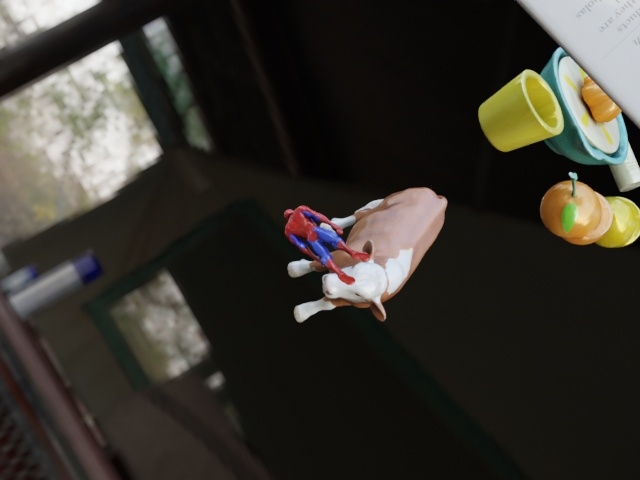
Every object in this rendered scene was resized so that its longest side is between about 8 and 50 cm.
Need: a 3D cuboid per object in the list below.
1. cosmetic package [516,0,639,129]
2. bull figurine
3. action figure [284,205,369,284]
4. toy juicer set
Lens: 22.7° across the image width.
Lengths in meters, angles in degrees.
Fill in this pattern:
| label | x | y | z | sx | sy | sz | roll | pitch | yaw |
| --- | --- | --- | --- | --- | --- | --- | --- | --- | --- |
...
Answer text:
| label | x | y | z | sx | sy | sz | roll | pitch | yaw |
| --- | --- | --- | --- | --- | --- | --- | --- | --- | --- |
| cosmetic package | 0.225 | -0.223 | 1.226 | 0.453 | 0.161 | 0.230 | 39 | 14 | -36 |
| bull figurine | 0.061 | 0.025 | 2.133 | 0.188 | 0.310 | 0.101 | -13 | -72 | 36 |
| action figure | 0.000 | 0.000 | 1.376 | 0.030 | 0.038 | 0.115 | 18 | 15 | -42 |
| toy juicer set | 0.289 | -0.104 | 1.635 | 0.209 | 0.089 | 0.329 | 60 | 31 | -3 |
